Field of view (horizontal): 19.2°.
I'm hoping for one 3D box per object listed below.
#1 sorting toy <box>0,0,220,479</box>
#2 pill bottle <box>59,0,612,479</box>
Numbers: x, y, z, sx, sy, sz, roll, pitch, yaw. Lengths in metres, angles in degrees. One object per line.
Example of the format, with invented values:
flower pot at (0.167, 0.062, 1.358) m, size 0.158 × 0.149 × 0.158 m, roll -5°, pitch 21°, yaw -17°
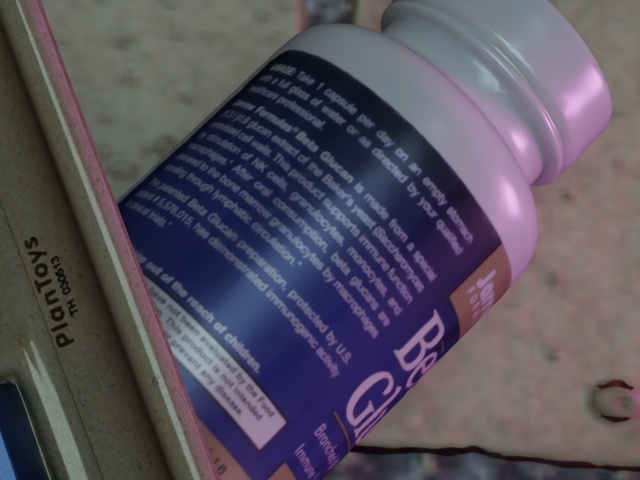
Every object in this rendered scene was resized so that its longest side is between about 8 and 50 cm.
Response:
sorting toy at (-0.162, 0.003, 0.472) m, size 0.229 × 0.041 × 0.307 m, roll -23°, pitch 83°, yaw 15°
pill bottle at (0.000, 0.000, 0.525) m, size 0.094 × 0.094 × 0.169 m, roll 45°, pitch 76°, yaw 1°
